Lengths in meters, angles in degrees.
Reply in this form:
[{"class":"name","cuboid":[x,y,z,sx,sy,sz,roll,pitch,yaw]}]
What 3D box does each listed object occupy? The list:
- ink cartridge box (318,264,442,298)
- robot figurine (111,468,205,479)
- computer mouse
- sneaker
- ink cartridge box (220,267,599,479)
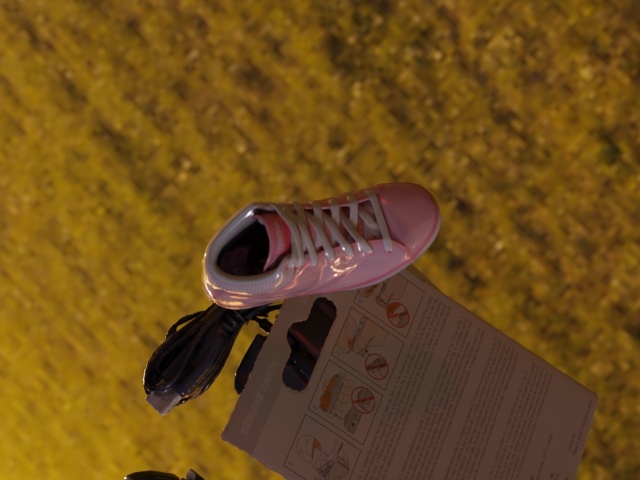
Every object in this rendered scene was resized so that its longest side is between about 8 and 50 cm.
[{"class":"ink cartridge box","cuboid":[0.051,0.050,1.816,0.122,0.088,0.052,44,-164,20]},{"class":"robot figurine","cuboid":[-0.140,0.338,1.766,0.291,0.211,0.085,36,176,-35]},{"class":"computer mouse","cuboid":[0.006,0.135,1.462,0.272,0.188,0.072,43,174,-9]},{"class":"sneaker","cuboid":[0.000,0.000,0.940,0.070,0.134,0.051,78,174,-77]},{"class":"ink cartridge box","cuboid":[0.054,0.117,1.107,0.225,0.181,0.056,32,144,-11]}]
